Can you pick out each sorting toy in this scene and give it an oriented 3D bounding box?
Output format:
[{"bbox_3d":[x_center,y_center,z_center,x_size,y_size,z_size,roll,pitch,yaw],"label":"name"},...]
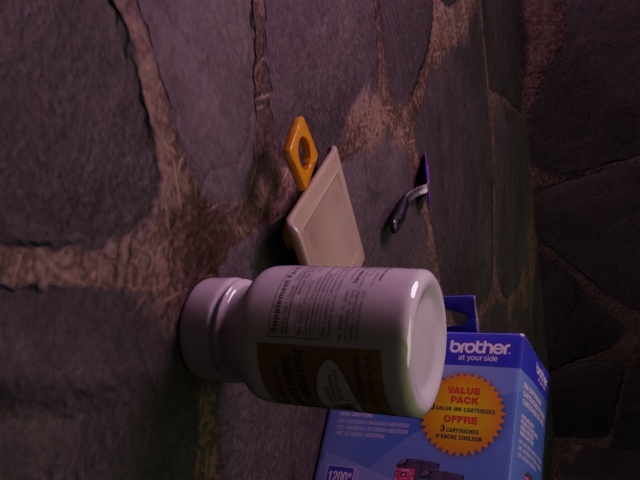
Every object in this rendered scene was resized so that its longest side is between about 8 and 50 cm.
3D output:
[{"bbox_3d":[0.000,0.000,0.919,0.196,0.047,0.347,-66,147,-50],"label":"sorting toy"}]

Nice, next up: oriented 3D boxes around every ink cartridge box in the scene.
[{"bbox_3d":[0.151,0.271,0.973,0.151,0.270,0.395,50,45,-47],"label":"ink cartridge box"}]

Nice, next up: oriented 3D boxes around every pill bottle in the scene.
[{"bbox_3d":[-0.008,0.089,0.674,0.131,0.229,0.131,0,90,-66],"label":"pill bottle"}]

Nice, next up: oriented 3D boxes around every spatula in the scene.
[{"bbox_3d":[0.167,-0.077,1.299,0.296,0.030,0.084,-47,134,-56],"label":"spatula"}]
